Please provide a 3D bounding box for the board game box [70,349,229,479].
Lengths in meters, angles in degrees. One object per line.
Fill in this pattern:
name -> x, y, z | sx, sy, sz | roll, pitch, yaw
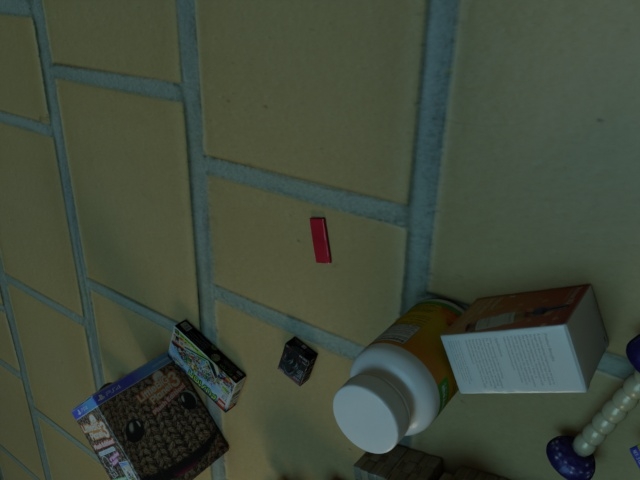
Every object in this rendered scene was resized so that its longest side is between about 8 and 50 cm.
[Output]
board game box -> -0.406, 0.457, 1.379 | 0.141, 0.232, 0.291 | -35, 86, 41

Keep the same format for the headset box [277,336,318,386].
headset box -> -0.047, 0.243, 1.134 | 0.062, 0.032, 0.083 | 34, 125, 22

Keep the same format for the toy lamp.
toy lamp -> 0.391, 0.208, 0.743 | 0.080, 0.080, 0.275 | 36, 129, 21

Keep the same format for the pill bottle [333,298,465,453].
pill bottle -> 0.128, 0.193, 0.829 | 0.136, 0.245, 0.137 | 16, 119, 33

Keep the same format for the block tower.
block tower -> 0.209, 0.439, 0.975 | 0.335, 0.097, 0.091 | 4, 111, 38

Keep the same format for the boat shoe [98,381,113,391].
boat shoe -> -0.485, 0.497, 1.559 | 0.302, 0.109, 0.098 | 29, 164, 26

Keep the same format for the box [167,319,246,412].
box -> -0.267, 0.291, 1.327 | 0.207, 0.036, 0.114 | 37, 128, 21

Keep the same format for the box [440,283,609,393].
box -> 0.274, 0.133, 0.766 | 0.170, 0.130, 0.091 | -15, 99, 41

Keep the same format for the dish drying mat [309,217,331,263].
dish drying mat -> 0.000, 0.000, 1.008 | 0.032, 0.008, 0.084 | 4, 110, 37

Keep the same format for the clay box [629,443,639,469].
clay box -> 0.494, 0.262, 0.662 | 0.222, 0.053, 0.128 | -52, 42, 40
